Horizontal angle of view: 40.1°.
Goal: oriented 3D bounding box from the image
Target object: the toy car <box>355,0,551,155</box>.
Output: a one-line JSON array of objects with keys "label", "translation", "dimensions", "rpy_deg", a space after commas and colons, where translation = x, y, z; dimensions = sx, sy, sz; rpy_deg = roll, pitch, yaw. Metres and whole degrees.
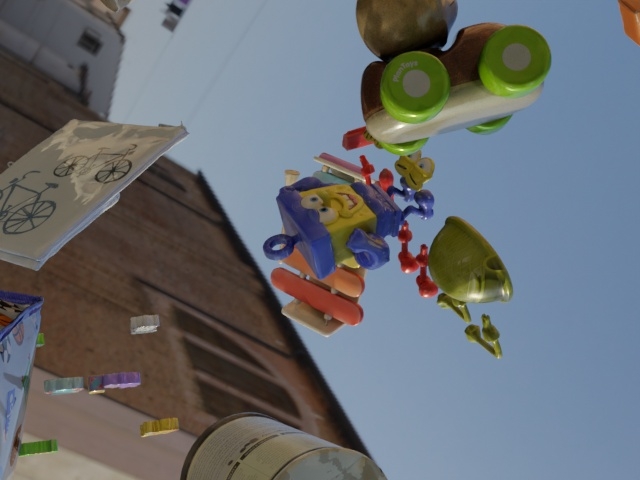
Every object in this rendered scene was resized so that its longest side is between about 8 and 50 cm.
[{"label": "toy car", "translation": [0.090, -0.182, 0.718], "dimensions": [0.155, 0.149, 0.188], "rpy_deg": [79, -4, -85]}]

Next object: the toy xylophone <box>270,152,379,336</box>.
[{"label": "toy xylophone", "translation": [0.000, 0.000, 1.557], "dimensions": [0.236, 0.081, 0.322], "rpy_deg": [16, -72, 34]}]

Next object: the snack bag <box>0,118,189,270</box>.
[{"label": "snack bag", "translation": [-0.420, -0.091, 1.410], "dimensions": [0.323, 0.037, 0.342], "rpy_deg": [9, -135, 39]}]

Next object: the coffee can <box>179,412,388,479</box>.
[{"label": "coffee can", "translation": [-0.053, 0.357, 1.199], "dimensions": [0.275, 0.201, 0.201], "rpy_deg": [-2, -119, 62]}]

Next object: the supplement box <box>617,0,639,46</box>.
[{"label": "supplement box", "translation": [0.642, -0.425, 1.515], "dimensions": [0.233, 0.078, 0.080], "rpy_deg": [-23, -145, 7]}]

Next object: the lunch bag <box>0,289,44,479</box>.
[{"label": "lunch bag", "translation": [-0.464, 0.227, 0.941], "dimensions": [0.385, 0.239, 0.327], "rpy_deg": [-127, -134, -78]}]

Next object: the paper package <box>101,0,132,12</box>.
[{"label": "paper package", "translation": [-0.305, -0.588, 1.390], "dimensions": [0.309, 0.325, 0.168], "rpy_deg": [-42, -118, -13]}]

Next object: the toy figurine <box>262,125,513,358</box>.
[{"label": "toy figurine", "translation": [0.044, 0.014, 1.064], "dimensions": [0.362, 0.217, 0.191], "rpy_deg": [-125, -155, -45]}]

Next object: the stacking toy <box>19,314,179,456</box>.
[{"label": "stacking toy", "translation": [-0.317, 0.199, 1.218], "dimensions": [0.052, 0.221, 0.167], "rpy_deg": [131, -49, -67]}]
